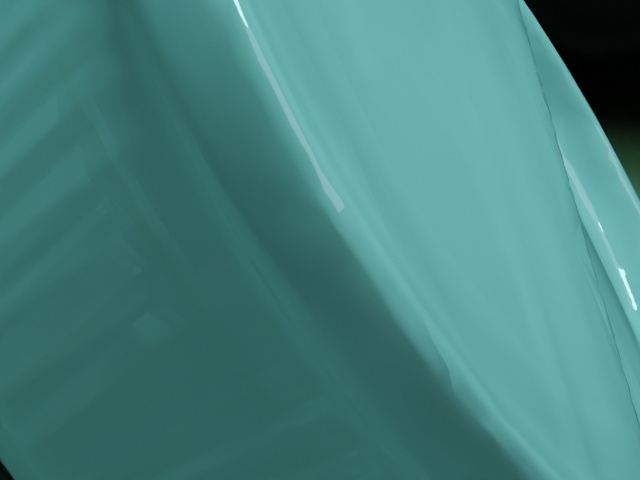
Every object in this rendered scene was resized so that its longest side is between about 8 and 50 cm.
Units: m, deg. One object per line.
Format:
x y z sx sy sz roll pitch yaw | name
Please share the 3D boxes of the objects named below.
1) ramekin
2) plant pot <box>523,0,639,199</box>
0.000 0.000 0.471 0.273 0.127 0.273 45 26 -29 | ramekin
0.189 -0.142 0.901 0.263 0.263 0.229 33 9 -15 | plant pot
